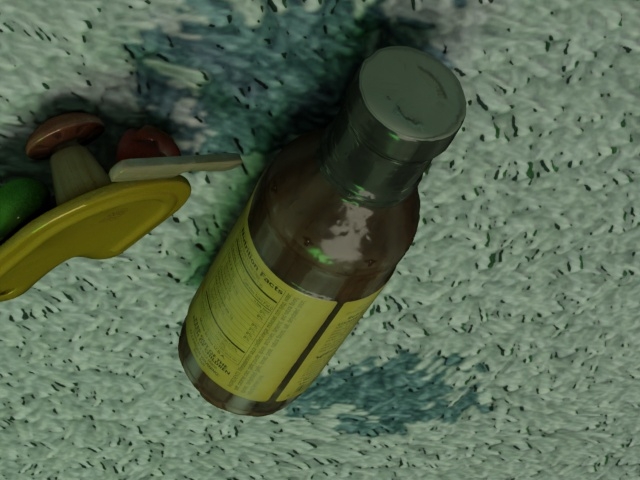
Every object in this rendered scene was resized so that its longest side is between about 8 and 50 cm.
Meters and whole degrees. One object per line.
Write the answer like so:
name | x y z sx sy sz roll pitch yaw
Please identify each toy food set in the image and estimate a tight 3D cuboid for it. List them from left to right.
toy food set | -0.156 -0.034 1.069 0.128 0.071 0.218 -11 164 -48

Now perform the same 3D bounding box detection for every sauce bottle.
sauce bottle | 0.000 0.000 1.110 0.111 0.111 0.344 5 148 -22
